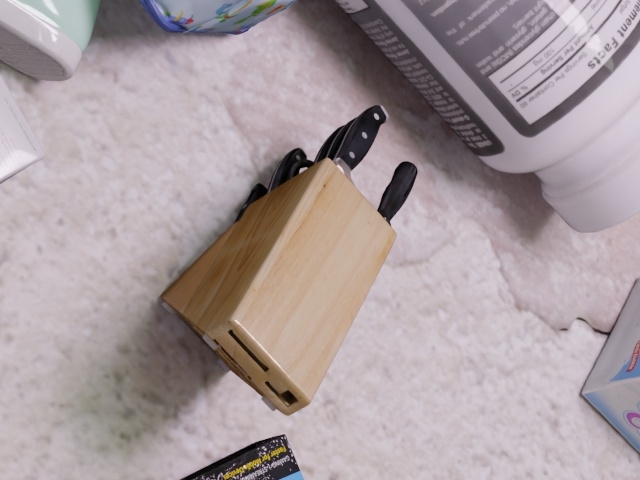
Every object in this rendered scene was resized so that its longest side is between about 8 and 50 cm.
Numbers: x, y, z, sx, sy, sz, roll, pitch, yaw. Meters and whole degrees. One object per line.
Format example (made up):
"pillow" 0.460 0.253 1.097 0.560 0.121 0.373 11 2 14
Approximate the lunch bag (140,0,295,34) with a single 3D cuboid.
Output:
"lunch bag" -0.096 -0.254 1.544 0.176 0.090 0.219 66 20 0

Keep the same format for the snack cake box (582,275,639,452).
"snack cake box" 0.379 0.163 1.810 0.264 0.089 0.152 44 56 -17

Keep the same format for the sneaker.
"sneaker" -0.265 -0.246 1.465 0.256 0.094 0.151 35 63 -34

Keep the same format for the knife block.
"knife block" 0.000 0.000 1.497 0.242 0.275 0.088 -45 105 -6

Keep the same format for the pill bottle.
"pill bottle" 0.168 -0.190 1.690 0.363 0.210 0.210 47 54 -16

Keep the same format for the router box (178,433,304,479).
"router box" -0.078 0.241 1.481 0.179 0.046 0.133 -23 90 -38

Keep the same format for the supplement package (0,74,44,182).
"supplement package" -0.306 -0.053 1.369 0.179 0.105 0.105 -33 96 -38
